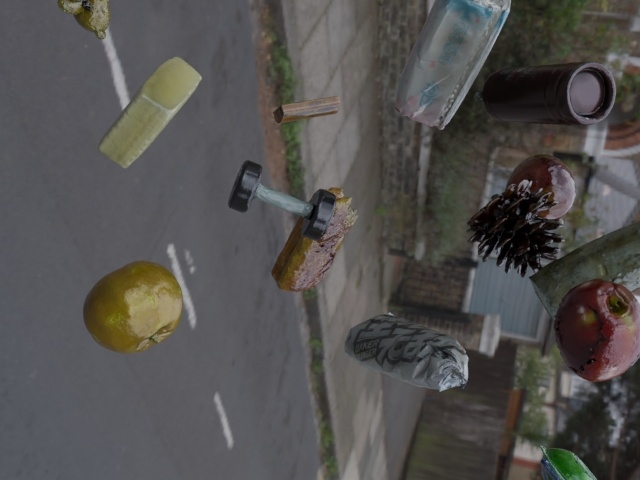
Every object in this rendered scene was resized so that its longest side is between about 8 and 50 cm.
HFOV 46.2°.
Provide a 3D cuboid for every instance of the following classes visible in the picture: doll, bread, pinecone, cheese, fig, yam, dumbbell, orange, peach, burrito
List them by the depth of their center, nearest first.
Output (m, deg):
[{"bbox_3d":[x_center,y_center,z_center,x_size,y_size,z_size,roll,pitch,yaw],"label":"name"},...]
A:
[{"bbox_3d":[0.405,0.142,1.118,0.127,0.092,0.172,52,-35,44],"label":"peach"},{"bbox_3d":[0.548,0.055,1.417,0.133,0.330,0.133,38,34,-31],"label":"yam"},{"bbox_3d":[-0.073,-0.076,1.437,0.100,0.191,0.100,-159,-90,-79],"label":"dumbbell"},{"bbox_3d":[0.182,0.220,1.476,0.101,0.139,0.445,67,-20,-10],"label":"burrito"},{"bbox_3d":[0.509,0.496,1.529,0.083,0.204,0.320,-42,147,9],"label":"cheese"},{"bbox_3d":[0.413,-0.019,1.561,0.208,0.208,0.207,9,90,-76],"label":"pinecone"},{"bbox_3d":[-0.555,-0.573,1.738,0.209,0.097,0.137,54,23,-52],"label":"doll"},{"bbox_3d":[0.609,-0.130,2.058,0.205,0.205,0.205,9,90,-76],"label":"fig"},{"bbox_3d":[-0.514,0.187,2.081,0.279,0.235,0.279,-37,175,-4],"label":"orange"},{"bbox_3d":[-0.478,-0.361,2.105,0.265,0.124,0.242,-40,-158,37],"label":"cheese"},{"bbox_3d":[0.000,0.000,2.148,0.185,0.109,0.380,-9,143,-38],"label":"bread"}]

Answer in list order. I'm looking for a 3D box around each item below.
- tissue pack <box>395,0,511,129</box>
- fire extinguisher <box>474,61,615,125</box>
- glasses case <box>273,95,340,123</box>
[{"bbox_3d":[0.243,-0.367,1.381,0.201,0.124,0.271,-67,179,-46],"label":"tissue pack"},{"bbox_3d":[0.384,-0.262,1.345,0.344,0.138,0.102,-153,-122,-68],"label":"fire extinguisher"},{"bbox_3d":[-0.034,-0.342,1.976,0.065,0.170,0.041,-21,-97,64],"label":"glasses case"}]
